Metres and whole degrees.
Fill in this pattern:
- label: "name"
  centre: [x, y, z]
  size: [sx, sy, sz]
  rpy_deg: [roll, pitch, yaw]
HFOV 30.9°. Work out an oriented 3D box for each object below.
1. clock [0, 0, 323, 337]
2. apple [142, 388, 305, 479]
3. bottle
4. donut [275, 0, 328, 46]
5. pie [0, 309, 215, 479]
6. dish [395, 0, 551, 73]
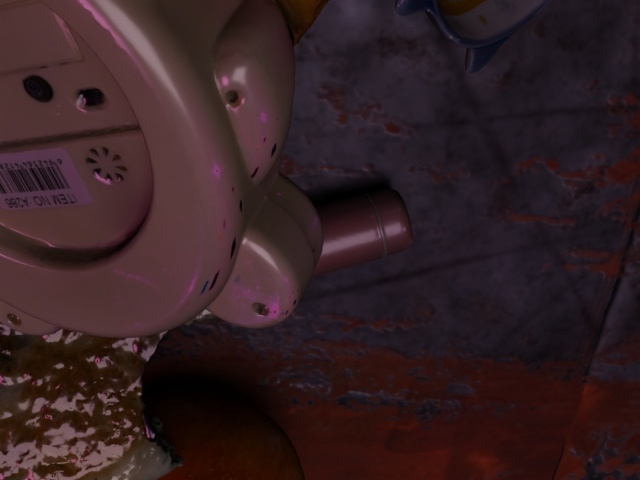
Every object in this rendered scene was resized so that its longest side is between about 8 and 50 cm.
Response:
- label: "clock"
  centre: [-0.147, -0.082, 0.636]
  size: [0.283, 0.114, 0.310]
  rpy_deg: [-5, 127, 26]
- label: "apple"
  centre: [-0.123, 0.229, 0.915]
  size: [0.210, 0.173, 0.235]
  rpy_deg: [36, 95, -8]
- label: "bottle"
  centre: [0.000, 0.000, 0.899]
  size: [0.140, 0.053, 0.053]
  rpy_deg: [-15, 122, -6]
- label: "donut"
  centre: [0.015, -0.255, 0.648]
  size: [0.108, 0.277, 0.278]
  rpy_deg: [30, 109, -9]
- label: "pie"
  centre: [-0.202, 0.048, 0.805]
  size: [0.302, 0.067, 0.303]
  rpy_deg: [0, 90, -11]
- label: "dish"
  centre: [0.107, -0.227, 0.755]
  size: [0.228, 0.086, 0.236]
  rpy_deg: [-42, 154, -11]
